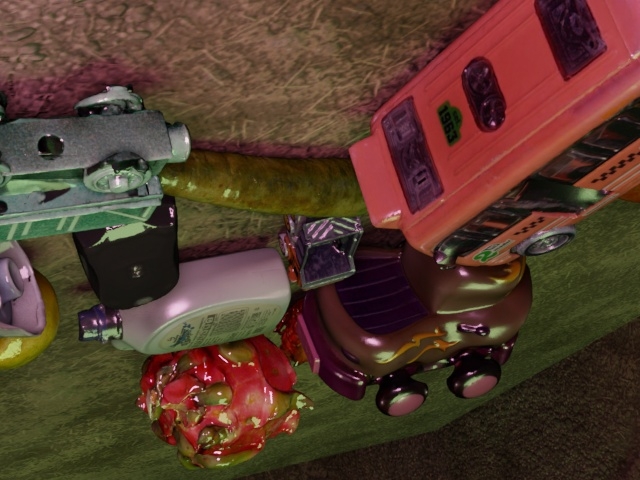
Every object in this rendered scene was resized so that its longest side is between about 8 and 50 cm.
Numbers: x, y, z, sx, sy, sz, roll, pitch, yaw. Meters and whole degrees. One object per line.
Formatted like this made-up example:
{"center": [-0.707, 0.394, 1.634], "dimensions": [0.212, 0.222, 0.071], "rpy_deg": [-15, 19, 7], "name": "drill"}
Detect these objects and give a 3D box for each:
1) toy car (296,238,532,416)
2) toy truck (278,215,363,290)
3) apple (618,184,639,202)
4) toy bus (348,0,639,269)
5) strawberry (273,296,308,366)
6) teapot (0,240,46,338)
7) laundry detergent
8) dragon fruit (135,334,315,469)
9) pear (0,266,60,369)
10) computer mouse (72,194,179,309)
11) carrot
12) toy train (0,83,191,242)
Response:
{"center": [0.142, 0.075, 1.690], "dimensions": [0.341, 0.271, 0.240], "rpy_deg": [-14, 143, -15], "name": "toy car"}
{"center": [0.000, 0.000, 1.539], "dimensions": [0.083, 0.092, 0.192], "rpy_deg": [-16, 162, -13], "name": "toy truck"}
{"center": [0.448, -0.131, 1.500], "dimensions": [0.293, 0.163, 0.251], "rpy_deg": [-3, 155, -37], "name": "apple"}
{"center": [0.236, -0.136, 1.216], "dimensions": [0.233, 0.203, 0.427], "rpy_deg": [2, 152, -38], "name": "toy bus"}
{"center": [-0.019, 0.133, 1.953], "dimensions": [0.121, 0.082, 0.188], "rpy_deg": [-34, 158, -21], "name": "strawberry"}
{"center": [-0.414, 0.068, 1.222], "dimensions": [0.225, 0.171, 0.203], "rpy_deg": [-20, -156, 3], "name": "teapot"}
{"center": [-0.196, 0.098, 1.605], "dimensions": [0.281, 0.105, 0.215], "rpy_deg": [-13, 163, -23], "name": "laundry detergent"}
{"center": [-0.156, 0.239, 1.869], "dimensions": [0.237, 0.231, 0.303], "rpy_deg": [-36, 169, 13], "name": "dragon fruit"}
{"center": [-0.366, 0.075, 1.352], "dimensions": [0.141, 0.141, 0.104], "rpy_deg": [4, 122, -50], "name": "pear"}
{"center": [-0.221, 0.005, 1.363], "dimensions": [0.122, 0.073, 0.217], "rpy_deg": [-17, 156, -13], "name": "computer mouse"}
{"center": [-0.065, -0.066, 1.321], "dimensions": [0.359, 0.074, 0.074], "rpy_deg": [2, 153, -45], "name": "carrot"}
{"center": [-0.253, -0.073, 1.052], "dimensions": [0.269, 0.115, 0.154], "rpy_deg": [-10, 168, -28], "name": "toy train"}
